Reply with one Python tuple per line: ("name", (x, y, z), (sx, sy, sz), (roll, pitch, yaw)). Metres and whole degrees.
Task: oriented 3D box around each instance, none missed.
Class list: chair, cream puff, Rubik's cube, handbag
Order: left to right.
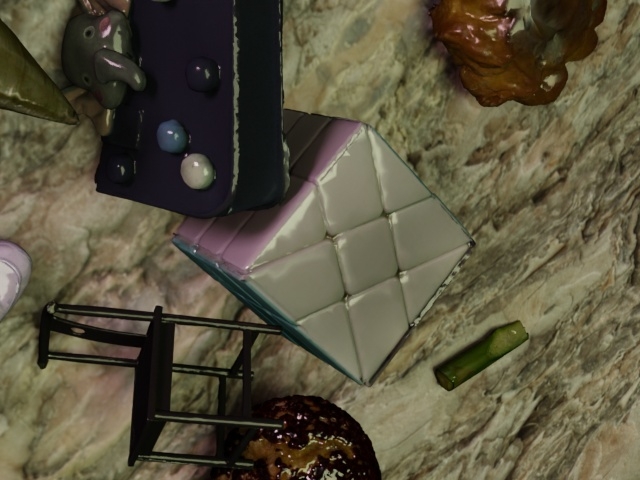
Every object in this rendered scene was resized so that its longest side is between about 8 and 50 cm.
("chair", (-0.184, 0.160, 1.002), (0.260, 0.154, 0.141), (8, 55, -17))
("handbag", (-0.166, -0.192, 0.934), (0.118, 0.269, 0.326), (-15, 110, -50))
("cream puff", (-0.042, 0.306, 1.124), (0.165, 0.239, 0.239), (38, 82, -40))
("Rubik's cube", (0.000, 0.000, 1.076), (0.231, 0.224, 0.221), (44, 79, -31))
("cream puff", (0.262, -0.298, 1.197), (0.269, 0.155, 0.241), (30, 87, -34))

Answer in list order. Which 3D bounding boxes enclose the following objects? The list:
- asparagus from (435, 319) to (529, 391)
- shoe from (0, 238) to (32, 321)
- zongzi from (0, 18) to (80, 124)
("asparagus", (0.253, 0.172, 1.378), (0.178, 0.041, 0.045), (-28, 123, -23))
("shoe", (-0.393, 0.098, 0.925), (0.245, 0.137, 0.095), (-44, 124, -14))
("zongzi", (-0.350, -0.272, 0.747), (0.360, 0.160, 0.323), (11, 99, -26))
